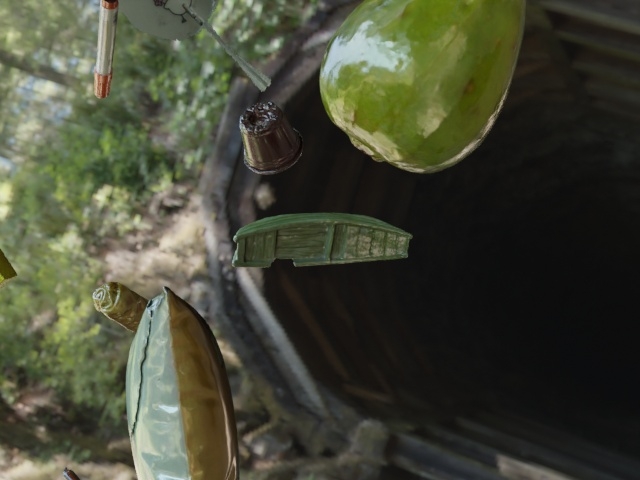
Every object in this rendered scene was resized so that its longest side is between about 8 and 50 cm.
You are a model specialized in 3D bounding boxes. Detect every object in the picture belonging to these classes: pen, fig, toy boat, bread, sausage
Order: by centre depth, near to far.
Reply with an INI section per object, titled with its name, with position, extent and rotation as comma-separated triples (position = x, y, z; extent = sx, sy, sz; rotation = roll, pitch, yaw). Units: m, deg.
[fig]
position = 0.149, -0.253, 1.565
extent = 0.326, 0.258, 0.258
rotation = -58, -13, 22
[pen]
position = -0.316, -0.286, 1.681
extent = 0.028, 0.028, 0.239
rotation = -61, -2, -30
[toy boat]
position = 0.000, 0.000, 1.835
extent = 0.055, 0.292, 0.093
rotation = -108, 21, -51
[sausage]
position = -0.461, 0.530, 2.302
extent = 0.025, 0.198, 0.028
rotation = -52, -24, 11
[bread]
position = -0.367, 0.172, 2.428
extent = 0.077, 0.084, 0.367
rotation = -54, -31, -7

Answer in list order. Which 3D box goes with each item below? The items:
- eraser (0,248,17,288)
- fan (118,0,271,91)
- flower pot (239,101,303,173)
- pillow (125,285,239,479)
[eraser]
position = -0.602, 0.059, 1.977
extent = 0.122, 0.097, 0.045
rotation = -37, -3, 18
[fan]
position = -0.249, -0.446, 2.255
extent = 0.415, 0.012, 0.233
rotation = 47, -112, -19
[flower pot]
position = -0.093, -0.182, 1.944
extent = 0.111, 0.111, 0.089
rotation = -62, -31, -27
[pillow]
position = -0.154, 0.205, 1.277
extent = 0.310, 0.119, 0.313
rotation = 160, 102, -85
